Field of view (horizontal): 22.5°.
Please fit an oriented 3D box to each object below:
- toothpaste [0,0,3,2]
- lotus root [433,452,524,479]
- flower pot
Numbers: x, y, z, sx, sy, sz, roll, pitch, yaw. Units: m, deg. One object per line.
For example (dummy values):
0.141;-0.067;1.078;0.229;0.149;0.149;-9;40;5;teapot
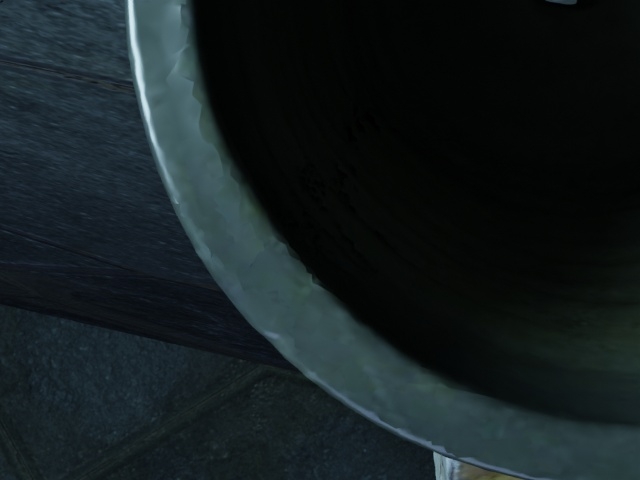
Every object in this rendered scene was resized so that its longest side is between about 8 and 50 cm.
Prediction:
-0.269;-0.157;0.845;0.205;0.036;0.056;11;169;-8;toothpaste
0.133;0.041;0.870;0.192;0.272;0.272;2;171;-1;lotus root
0.073;-0.069;0.419;0.235;0.235;0.148;14;-170;-2;flower pot
